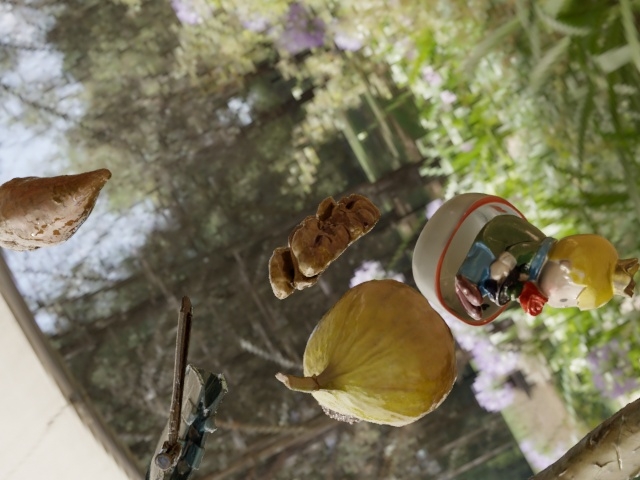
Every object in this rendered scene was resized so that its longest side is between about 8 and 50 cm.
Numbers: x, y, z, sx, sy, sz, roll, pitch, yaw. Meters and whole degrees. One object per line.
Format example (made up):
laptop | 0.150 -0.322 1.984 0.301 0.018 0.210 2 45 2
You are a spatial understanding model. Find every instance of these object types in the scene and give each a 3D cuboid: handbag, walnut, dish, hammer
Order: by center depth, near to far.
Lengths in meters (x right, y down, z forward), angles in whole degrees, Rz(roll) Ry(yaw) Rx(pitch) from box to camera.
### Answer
hammer | -0.144 0.145 1.196 0.065 0.021 0.178 -58 -23 -80
walnut | 0.000 0.000 1.452 0.069 0.143 0.170 48 -140 0
handbag | -0.219 0.323 1.900 0.062 0.229 0.179 21 -177 -11
dish | 0.268 0.025 2.193 0.117 0.256 0.256 23 153 47

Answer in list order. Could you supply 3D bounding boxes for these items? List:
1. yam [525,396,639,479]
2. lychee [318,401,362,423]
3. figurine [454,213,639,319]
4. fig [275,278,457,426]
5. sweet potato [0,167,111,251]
yam | 0.255 0.256 1.215 0.071 0.317 0.067 2 -130 -41
lychee | 0.069 0.212 2.083 0.200 0.200 0.238 -115 30 -43
figurine | 0.325 0.058 1.691 0.234 0.185 0.127 26 145 21
fig | 0.034 0.124 1.200 0.257 0.159 0.159 -5 -117 -57
sweet potato | -0.361 -0.033 1.451 0.095 0.106 0.354 58 151 -12
